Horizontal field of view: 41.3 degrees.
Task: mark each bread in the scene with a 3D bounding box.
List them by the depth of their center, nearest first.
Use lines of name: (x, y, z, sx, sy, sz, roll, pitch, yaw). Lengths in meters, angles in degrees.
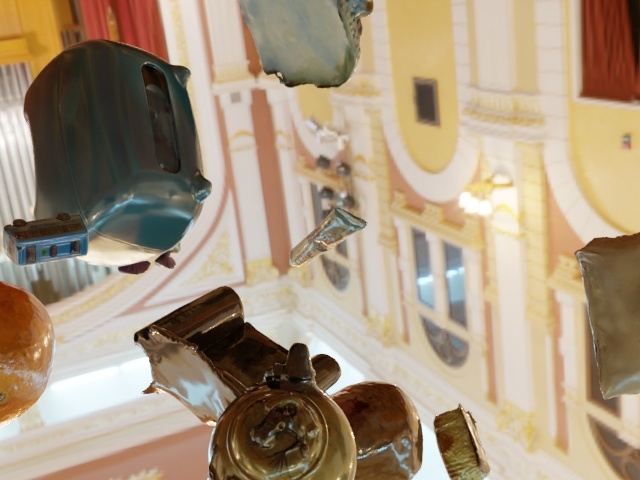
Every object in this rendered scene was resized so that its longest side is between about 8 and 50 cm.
bread: (0.258, 0.374, 1.548, 0.069, 0.140, 0.128, -24, 155, 14)

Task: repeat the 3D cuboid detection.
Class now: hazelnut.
hazelnut: (0.071, 0.313, 1.396, 0.210, 0.186, 0.210, 31, -160, -12)

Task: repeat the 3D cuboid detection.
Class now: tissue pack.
tissue pack: (-0.269, -0.124, 1.143, 0.206, 0.288, 0.198, -26, 154, 29)

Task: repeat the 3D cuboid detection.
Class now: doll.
doll: (-0.277, -0.005, 1.315, 0.050, 0.115, 0.190, 3, -171, 37)

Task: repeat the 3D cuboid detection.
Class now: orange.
orange: (-0.588, 0.198, 1.445, 0.283, 0.284, 0.226, -19, -132, -35)

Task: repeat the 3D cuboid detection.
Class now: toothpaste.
toothpaste: (0.000, 0.000, 1.465, 0.233, 0.060, 0.038, -38, -156, 55)

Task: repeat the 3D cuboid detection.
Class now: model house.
model house: (0.013, -0.426, 1.462, 0.225, 0.261, 0.241, 4, -146, 41)

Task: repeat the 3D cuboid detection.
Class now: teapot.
teapot: (-0.048, 0.245, 0.953, 0.173, 0.183, 0.270, 10, -121, 8)

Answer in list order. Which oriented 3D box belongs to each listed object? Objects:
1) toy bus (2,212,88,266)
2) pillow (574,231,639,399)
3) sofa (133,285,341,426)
toy bus: (-0.292, 0.000, 0.907, 0.083, 0.038, 0.046, -10, -141, -31)
pillow: (0.387, 0.086, 1.043, 0.119, 0.208, 0.053, -10, -179, 11)
sofa: (-0.116, 0.176, 1.231, 0.258, 0.182, 0.200, 31, -140, 30)
